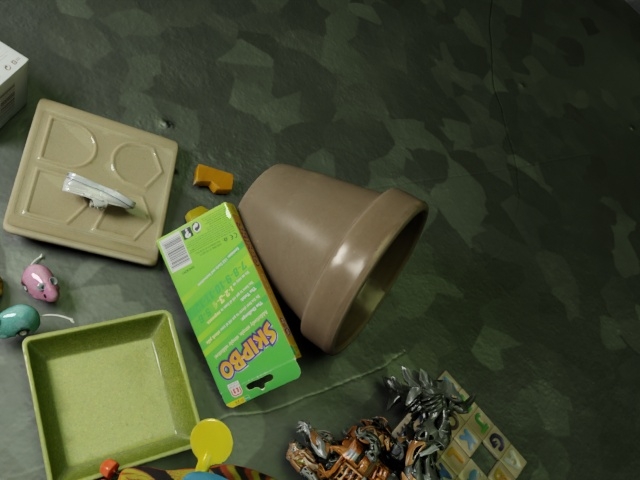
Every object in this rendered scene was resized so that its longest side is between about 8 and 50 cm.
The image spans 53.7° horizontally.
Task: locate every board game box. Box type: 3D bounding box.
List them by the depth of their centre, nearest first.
[{"bbox_3d":[-0.125,0.090,0.879,0.260,0.124,0.039,66,15,10],"label":"board game box"}]

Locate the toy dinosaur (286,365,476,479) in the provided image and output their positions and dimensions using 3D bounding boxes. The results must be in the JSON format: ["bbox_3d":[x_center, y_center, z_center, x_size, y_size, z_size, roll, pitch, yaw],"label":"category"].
[{"bbox_3d":[0.121,0.306,0.892,0.321,0.164,0.219,26,69,-22],"label":"toy dinosaur"}]

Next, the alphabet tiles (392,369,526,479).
[{"bbox_3d":[0.197,0.348,0.973,0.198,0.009,0.237,49,54,5],"label":"alphabet tiles"}]

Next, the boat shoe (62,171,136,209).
[{"bbox_3d":[-0.311,-0.061,0.886,0.100,0.035,0.035,25,84,-25],"label":"boat shoe"}]

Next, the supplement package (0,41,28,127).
[{"bbox_3d":[-0.520,-0.242,0.883,0.179,0.105,0.105,32,55,-7],"label":"supplement package"}]

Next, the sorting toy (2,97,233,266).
[{"bbox_3d":[-0.287,-0.071,0.951,0.307,0.041,0.229,16,61,-25],"label":"sorting toy"}]

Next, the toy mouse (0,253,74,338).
[{"bbox_3d":[-0.377,0.072,0.800,0.143,0.031,0.161,19,40,9],"label":"toy mouse"}]

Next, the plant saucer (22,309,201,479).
[{"bbox_3d":[-0.264,0.198,0.806,0.188,0.045,0.189,-9,69,-30],"label":"plant saucer"}]

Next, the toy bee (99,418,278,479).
[{"bbox_3d":[-0.170,0.292,0.723,0.162,0.298,0.195,23,74,33],"label":"toy bee"}]

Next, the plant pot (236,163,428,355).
[{"bbox_3d":[0.000,0.000,0.942,0.229,0.263,0.263,33,52,16],"label":"plant pot"}]
